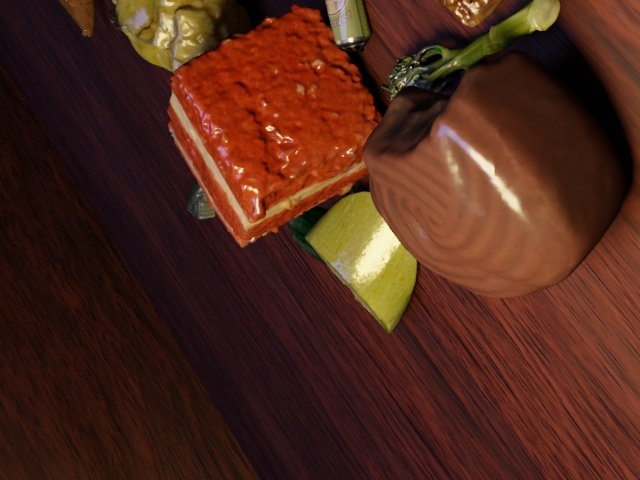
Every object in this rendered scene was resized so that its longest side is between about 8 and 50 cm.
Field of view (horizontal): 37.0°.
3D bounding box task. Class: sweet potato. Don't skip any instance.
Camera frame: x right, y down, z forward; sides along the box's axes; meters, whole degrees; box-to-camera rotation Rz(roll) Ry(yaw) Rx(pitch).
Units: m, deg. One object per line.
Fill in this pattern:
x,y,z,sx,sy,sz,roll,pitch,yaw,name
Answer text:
-0.634,-0.672,2.402,0.131,0.131,0.336,21,134,58,sweet potato

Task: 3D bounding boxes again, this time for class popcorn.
-0.257,-0.413,1.774,0.286,0.215,0.252,26,138,36,popcorn

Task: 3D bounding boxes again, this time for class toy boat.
-0.266,-0.107,2.282,0.260,0.078,0.085,146,114,-68,toy boat

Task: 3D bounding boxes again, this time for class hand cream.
0.024,-0.392,1.422,0.086,0.055,0.235,11,121,58,hand cream

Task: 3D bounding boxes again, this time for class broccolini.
0.172,-0.226,1.189,0.079,0.074,0.392,23,172,-11,broccolini

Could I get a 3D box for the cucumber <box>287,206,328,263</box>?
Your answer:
0.000,0.000,1.869,0.244,0.063,0.115,28,138,55,cucumber

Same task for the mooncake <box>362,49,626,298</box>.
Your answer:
0.196,-0.074,1.158,0.326,0.174,0.334,27,155,39,mooncake

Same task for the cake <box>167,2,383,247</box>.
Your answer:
-0.076,-0.172,1.574,0.270,0.269,0.319,59,164,8,cake

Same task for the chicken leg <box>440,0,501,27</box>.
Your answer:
0.065,-0.418,1.219,0.409,0.182,0.295,43,164,5,chicken leg

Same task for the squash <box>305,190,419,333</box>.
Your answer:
0.096,0.026,1.678,0.237,0.155,0.204,46,177,5,squash

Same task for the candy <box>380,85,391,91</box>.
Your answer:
0.119,-0.217,1.435,0.123,0.035,0.035,45,120,54,candy
